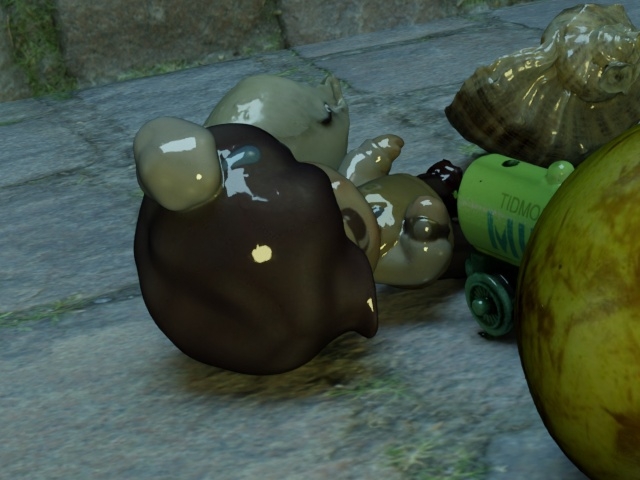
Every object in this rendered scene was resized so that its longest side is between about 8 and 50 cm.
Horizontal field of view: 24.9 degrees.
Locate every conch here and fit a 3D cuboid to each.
[{"bbox_3d":[0.276,-0.154,1.681,0.210,0.159,0.291,-30,-13,-31],"label":"conch"}]

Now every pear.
[{"bbox_3d":[0.244,0.046,0.871,0.283,0.284,0.283,-8,17,2],"label":"pear"}]

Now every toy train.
[{"bbox_3d":[0.198,0.012,1.155,0.105,0.157,0.253,-19,22,-24],"label":"toy train"}]

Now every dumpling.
[{"bbox_3d":[-0.089,-0.089,1.660,0.243,0.175,0.227,-4,-18,-35],"label":"dumpling"}]

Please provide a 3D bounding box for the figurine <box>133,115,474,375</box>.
[{"bbox_3d":[0.014,-0.009,1.247,0.365,0.218,0.206,-16,-18,-31],"label":"figurine"}]
